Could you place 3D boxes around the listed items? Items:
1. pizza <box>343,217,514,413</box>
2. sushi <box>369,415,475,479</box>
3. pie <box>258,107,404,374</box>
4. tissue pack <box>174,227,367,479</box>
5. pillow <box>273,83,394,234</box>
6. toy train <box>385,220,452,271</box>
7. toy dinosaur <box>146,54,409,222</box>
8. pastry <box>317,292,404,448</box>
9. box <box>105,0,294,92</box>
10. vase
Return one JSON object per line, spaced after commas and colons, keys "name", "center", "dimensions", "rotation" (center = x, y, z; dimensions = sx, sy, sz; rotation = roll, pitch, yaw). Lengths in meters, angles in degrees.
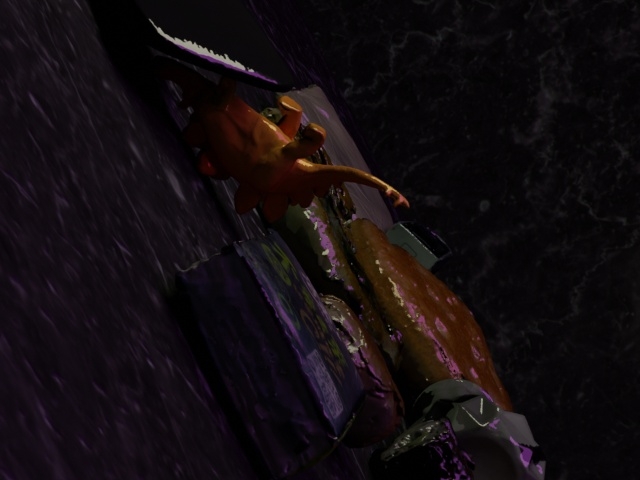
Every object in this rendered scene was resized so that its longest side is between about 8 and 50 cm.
{"name": "pizza", "center": [0.148, 0.142, 2.178], "dimensions": [0.409, 0.114, 0.278], "rotation": [56, 11, -10]}
{"name": "sushi", "center": [0.107, 0.235, 1.640], "dimensions": [0.084, 0.094, 0.098], "rotation": [64, 6, -2]}
{"name": "pie", "center": [-0.002, -0.013, 1.901], "dimensions": [0.296, 0.078, 0.371], "rotation": [52, 13, -49]}
{"name": "tissue pack", "center": [-0.035, 0.082, 1.260], "dimensions": [0.173, 0.073, 0.235], "rotation": [62, 6, 0]}
{"name": "pillow", "center": [0.016, -0.107, 2.414], "dimensions": [0.274, 0.076, 0.281], "rotation": [62, 13, 0]}
{"name": "toy train", "center": [0.142, 0.026, 2.473], "dimensions": [0.086, 0.088, 0.407], "rotation": [43, 7, 6]}
{"name": "toy dinosaur", "center": [-0.055, -0.081, 1.554], "dimensions": [0.288, 0.117, 0.070], "rotation": [34, 18, 1]}
{"name": "pastry", "center": [0.020, 0.119, 1.496], "dimensions": [0.153, 0.081, 0.153], "rotation": [56, 8, -12]}
{"name": "box", "center": [-0.124, -0.211, 1.525], "dimensions": [0.201, 0.042, 0.212], "rotation": [19, 25, -39]}
{"name": "vase", "center": [0.166, 0.239, 1.867], "dimensions": [0.165, 0.165, 0.360], "rotation": [62, 3, -2]}
